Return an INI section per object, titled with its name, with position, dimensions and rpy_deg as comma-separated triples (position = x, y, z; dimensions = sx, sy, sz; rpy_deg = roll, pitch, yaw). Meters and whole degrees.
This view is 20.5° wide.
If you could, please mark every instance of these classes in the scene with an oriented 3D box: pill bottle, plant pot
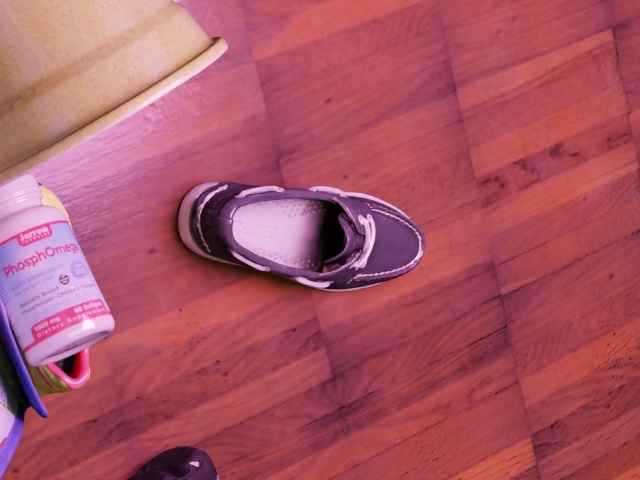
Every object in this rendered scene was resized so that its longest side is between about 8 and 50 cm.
[pill bottle]
position = -0.255, 0.026, 1.590
dimensions = 0.087, 0.087, 0.160
rpy_deg = -22, 81, -31
[plant pot]
position = -0.263, -0.212, 1.553
dimensions = 0.276, 0.276, 0.254
rpy_deg = -35, 102, -27

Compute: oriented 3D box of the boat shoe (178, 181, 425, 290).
[boat shoe]
position = 0.000, 0.000, 1.840
dimensions = 0.302, 0.091, 0.114
rpy_deg = 2, 94, -35

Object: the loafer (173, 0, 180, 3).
[loafer]
position = -0.109, -0.356, 1.711
dimensions = 0.112, 0.111, 0.320
rpy_deg = 29, 79, -34

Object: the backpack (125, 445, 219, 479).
[backpack]
position = -0.138, 0.316, 1.763
dimensions = 0.152, 0.115, 0.182
rpy_deg = -31, 109, -27

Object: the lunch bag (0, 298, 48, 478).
[lunch bag]
position = -0.384, 0.065, 1.447
dimensions = 0.385, 0.238, 0.328
rpy_deg = -69, 143, -65

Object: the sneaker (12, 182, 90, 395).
[sneaker]
position = -0.250, 0.048, 1.669
dimensions = 0.081, 0.094, 0.209
rpy_deg = -15, 103, -32
